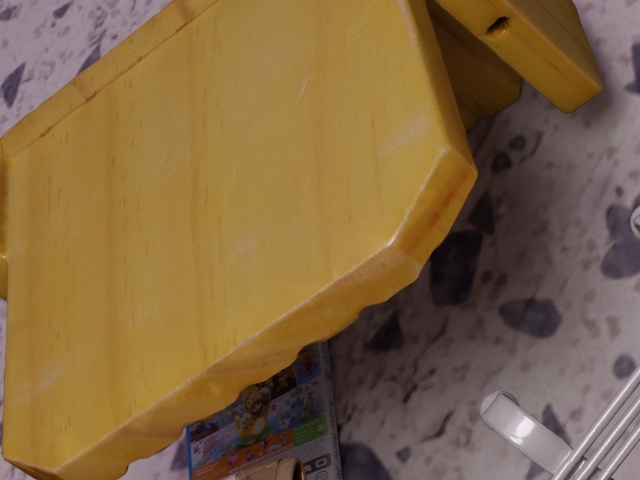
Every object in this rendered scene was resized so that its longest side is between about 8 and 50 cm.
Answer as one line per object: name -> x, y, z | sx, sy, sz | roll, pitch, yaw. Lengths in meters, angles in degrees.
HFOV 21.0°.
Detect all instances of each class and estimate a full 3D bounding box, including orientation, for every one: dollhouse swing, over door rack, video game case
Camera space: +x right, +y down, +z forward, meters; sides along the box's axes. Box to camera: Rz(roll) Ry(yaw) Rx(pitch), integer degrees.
dollhouse swing -> 0.000, 0.000, 1.014 | 0.347, 0.315, 0.305 | -35, 52, 19
over door rack -> 0.193, 0.165, 0.793 | 0.239, 0.324, 0.108 | -53, 14, 0
video game case -> -0.039, 0.146, 1.167 | 0.119, 0.015, 0.166 | -26, 53, 27

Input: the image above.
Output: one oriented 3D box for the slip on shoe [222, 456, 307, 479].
slip on shoe -> -0.013, 0.157, 0.789 | 0.041, 0.051, 0.135 | -28, 43, 10
